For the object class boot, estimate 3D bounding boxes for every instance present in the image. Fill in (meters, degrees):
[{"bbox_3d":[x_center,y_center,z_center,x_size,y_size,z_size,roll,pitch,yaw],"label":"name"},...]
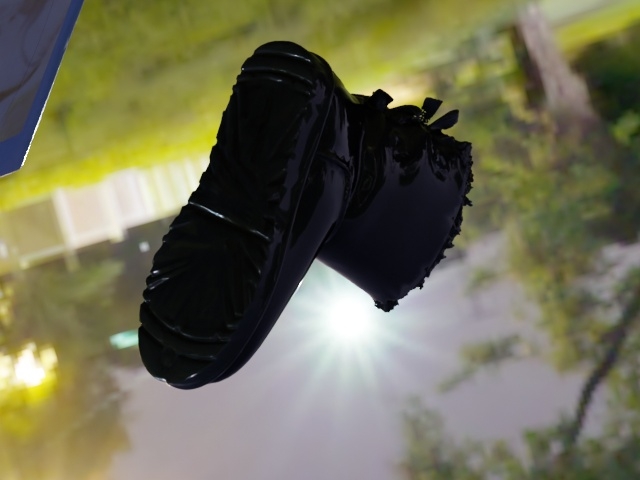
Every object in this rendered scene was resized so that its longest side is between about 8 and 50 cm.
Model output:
[{"bbox_3d":[-0.001,0.000,0.571,0.045,0.121,0.099,17,174,38],"label":"boot"}]

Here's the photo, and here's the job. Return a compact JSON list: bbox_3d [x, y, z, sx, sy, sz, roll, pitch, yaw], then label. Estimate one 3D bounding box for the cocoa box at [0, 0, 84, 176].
[{"bbox_3d":[-0.287,-0.128,0.742,0.347,0.228,0.231,-28,153,-48],"label":"cocoa box"}]
